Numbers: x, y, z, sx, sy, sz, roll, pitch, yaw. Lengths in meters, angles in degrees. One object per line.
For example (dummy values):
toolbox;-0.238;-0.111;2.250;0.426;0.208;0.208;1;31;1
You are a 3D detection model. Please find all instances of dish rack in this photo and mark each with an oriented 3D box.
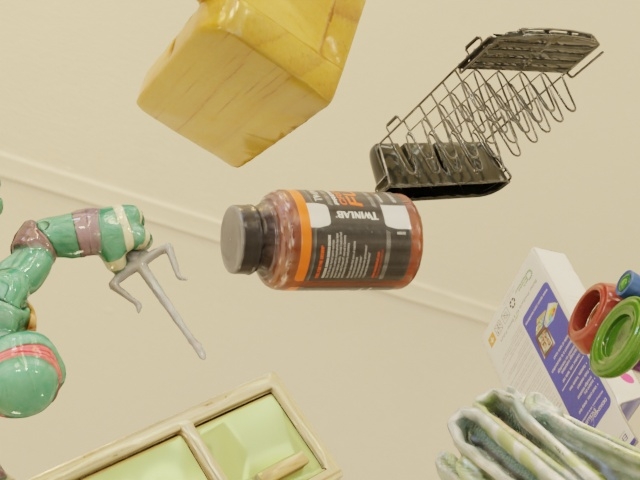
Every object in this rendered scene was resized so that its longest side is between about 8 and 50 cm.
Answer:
dish rack;0.194;-0.143;1.357;0.208;0.271;0.074;-6;-115;-39

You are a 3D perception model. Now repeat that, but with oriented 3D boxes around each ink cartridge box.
ink cartridge box;0.319;0.189;1.544;0.069;0.371;0.176;12;-57;-19

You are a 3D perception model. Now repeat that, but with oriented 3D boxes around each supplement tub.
supplement tub;0.000;0.000;1.223;0.197;0.106;0.106;1;-77;-25

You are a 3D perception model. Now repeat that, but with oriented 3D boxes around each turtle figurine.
turtle figurine;-0.158;0.045;0.591;0.118;0.234;0.175;33;-90;-40

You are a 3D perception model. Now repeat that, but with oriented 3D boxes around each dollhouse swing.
dollhouse swing;-0.105;-0.295;0.936;0.305;0.315;0.347;22;-107;-18

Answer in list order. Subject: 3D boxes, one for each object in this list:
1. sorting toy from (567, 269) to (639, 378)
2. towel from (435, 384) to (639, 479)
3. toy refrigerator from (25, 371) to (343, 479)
sorting toy;0.185;0.053;0.704;0.042;0.102;0.061;28;-81;-11
towel;0.249;0.256;0.683;0.090;0.320;0.374;-47;-54;-16
toy refrigerator;-0.115;0.192;0.848;0.269;0.094;0.102;-18;-113;-47
